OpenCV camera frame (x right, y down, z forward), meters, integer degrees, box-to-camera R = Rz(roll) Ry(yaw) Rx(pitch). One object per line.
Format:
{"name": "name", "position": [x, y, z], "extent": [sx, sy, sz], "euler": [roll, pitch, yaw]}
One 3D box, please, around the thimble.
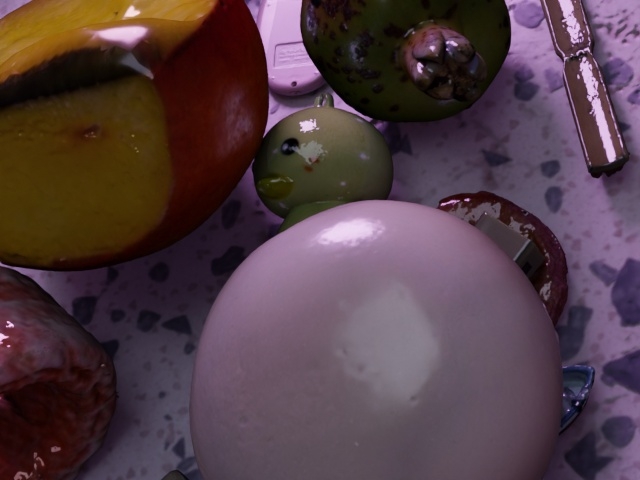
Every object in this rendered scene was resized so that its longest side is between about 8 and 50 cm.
{"name": "thimble", "position": [-0.320, 0.146, 1.733], "extent": [0.239, 0.239, 0.162], "euler": [-42, 56, -6]}

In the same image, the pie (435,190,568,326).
{"name": "pie", "position": [0.137, 0.040, 1.721], "extent": [0.182, 0.049, 0.182], "euler": [-10, 62, 20]}

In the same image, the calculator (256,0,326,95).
{"name": "calculator", "position": [-0.019, -0.222, 1.952], "extent": [0.103, 0.024, 0.166], "euler": [-6, 60, 18]}

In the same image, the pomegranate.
{"name": "pomegranate", "position": [0.088, -0.195, 1.780], "extent": [0.202, 0.202, 0.248], "euler": [-33, 26, 0]}

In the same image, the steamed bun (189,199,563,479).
{"name": "steamed bun", "position": [0.038, 0.125, 1.555], "extent": [0.324, 0.206, 0.324], "euler": [-6, 76, 25]}

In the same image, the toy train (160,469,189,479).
{"name": "toy train", "position": [-0.080, 0.324, 1.575], "extent": [0.129, 0.159, 0.326], "euler": [-40, 54, -7]}

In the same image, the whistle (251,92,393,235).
{"name": "whistle", "position": [-0.008, -0.005, 1.753], "extent": [0.141, 0.141, 0.294], "euler": [-1, 61, 21]}

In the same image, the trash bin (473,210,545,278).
{"name": "trash bin", "position": [0.145, 0.031, 1.671], "extent": [0.061, 0.043, 0.092], "euler": [35, 85, 31]}

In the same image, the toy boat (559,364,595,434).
{"name": "toy boat", "position": [0.177, 0.148, 1.632], "extent": [0.140, 0.066, 0.059], "euler": [-31, 51, 0]}

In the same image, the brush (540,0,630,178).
{"name": "brush", "position": [0.250, -0.156, 1.805], "extent": [0.043, 0.036, 0.248], "euler": [-16, 50, 7]}

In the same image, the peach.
{"name": "peach", "position": [-0.187, -0.113, 1.781], "extent": [0.306, 0.242, 0.380], "euler": [-23, 18, 3]}
